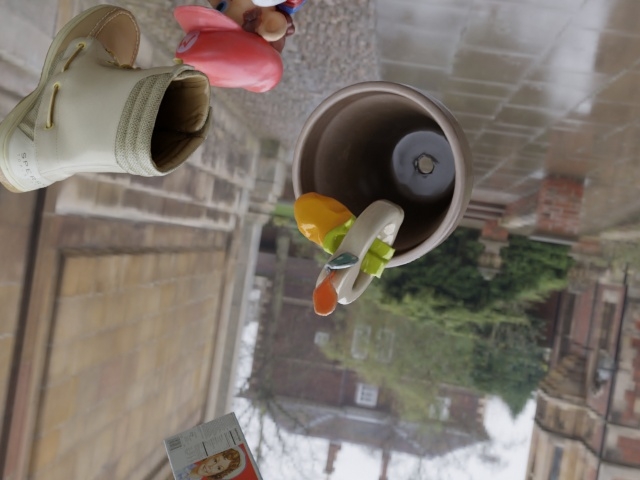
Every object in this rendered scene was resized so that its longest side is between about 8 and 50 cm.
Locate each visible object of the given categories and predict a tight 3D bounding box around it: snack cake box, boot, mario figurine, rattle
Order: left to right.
[{"bbox_3d":[-0.194,-0.158,0.892,0.203,0.262,0.095,-2,135,26],"label":"boot"},{"bbox_3d":[-0.189,0.451,1.635,0.152,0.089,0.264,-19,-152,-11],"label":"snack cake box"},{"bbox_3d":[-0.065,-0.316,1.008,0.170,0.320,0.198,31,159,13],"label":"mario figurine"},{"bbox_3d":[0.000,0.000,0.939,0.143,0.130,0.199,45,-144,9],"label":"rattle"}]

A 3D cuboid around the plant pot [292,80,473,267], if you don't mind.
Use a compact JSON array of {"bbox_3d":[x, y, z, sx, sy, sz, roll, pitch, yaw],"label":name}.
[{"bbox_3d":[0.122,-0.108,1.307,0.263,0.263,0.229,9,-166,26],"label":"plant pot"}]
